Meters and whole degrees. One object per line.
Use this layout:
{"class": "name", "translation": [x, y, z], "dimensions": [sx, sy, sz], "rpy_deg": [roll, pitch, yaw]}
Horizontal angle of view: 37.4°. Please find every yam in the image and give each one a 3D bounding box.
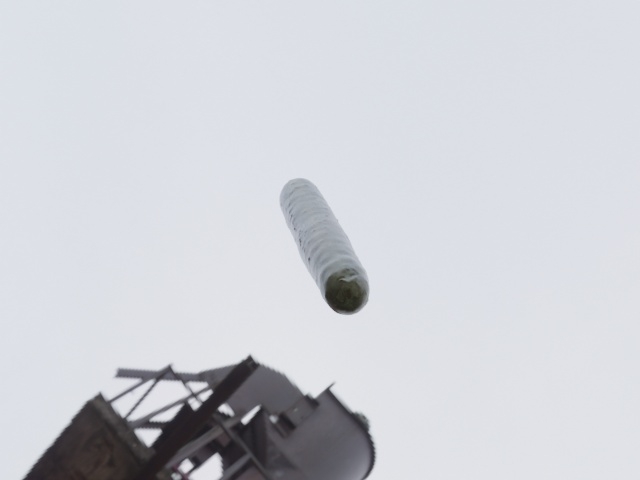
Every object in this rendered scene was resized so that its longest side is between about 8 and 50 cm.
{"class": "yam", "translation": [0.000, 0.000, 0.371], "dimensions": [0.021, 0.116, 0.021], "rpy_deg": [-4, -69, -10]}
